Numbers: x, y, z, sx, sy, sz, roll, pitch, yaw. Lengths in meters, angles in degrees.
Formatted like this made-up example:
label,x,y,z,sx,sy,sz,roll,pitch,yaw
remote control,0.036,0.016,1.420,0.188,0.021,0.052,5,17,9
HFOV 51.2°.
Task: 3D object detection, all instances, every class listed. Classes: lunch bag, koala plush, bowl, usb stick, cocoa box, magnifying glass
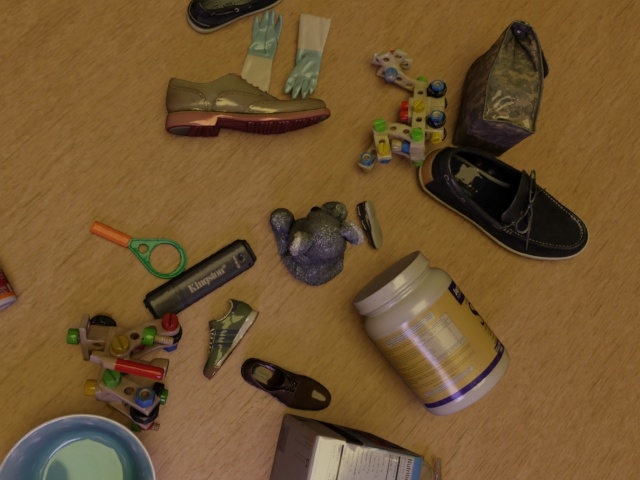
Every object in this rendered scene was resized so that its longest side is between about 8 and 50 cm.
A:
label,x,y,z,sx,sy,sz,roll,pitch,yaw
lunch bag,0.462,-0.388,1.704,0.168,0.235,0.287,13,80,-6
koala plush,0.000,0.000,1.550,0.196,0.221,0.203,-9,85,-15
bowl,-0.502,0.510,1.394,0.311,0.163,0.312,2,83,-14
usb stick,-0.279,0.092,1.562,0.278,0.045,0.077,-32,96,-16
cocoa box,0.036,0.523,1.424,0.227,0.347,0.232,15,79,-11
magnifying glass,-0.421,0.016,1.552,0.231,0.026,0.092,26,78,-11

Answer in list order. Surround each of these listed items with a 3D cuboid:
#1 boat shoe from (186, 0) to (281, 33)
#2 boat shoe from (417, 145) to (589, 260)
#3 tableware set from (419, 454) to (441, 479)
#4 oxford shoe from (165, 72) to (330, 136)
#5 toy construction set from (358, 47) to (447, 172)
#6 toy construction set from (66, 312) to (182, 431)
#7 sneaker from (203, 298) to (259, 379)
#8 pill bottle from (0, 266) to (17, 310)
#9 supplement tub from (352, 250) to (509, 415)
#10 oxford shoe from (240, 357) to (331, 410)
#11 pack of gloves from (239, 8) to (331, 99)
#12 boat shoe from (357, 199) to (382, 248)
label,x,y,z,sx,sy,sz,roll,pitch,yaw
boat shoe,-0.179,-0.637,1.648,0.340,0.113,0.127,-31,90,-15
boat shoe,0.489,-0.094,1.716,0.500,0.156,0.187,28,75,-10
tableware set,0.232,0.627,1.618,0.128,0.039,0.194,-1,89,-25
oxford shoe,-0.171,-0.334,1.595,0.396,0.140,0.147,-3,84,-14
toy construction set,0.212,-0.327,1.694,0.215,0.151,0.328,1,74,12
toy construction set,-0.431,0.250,1.389,0.237,0.309,0.258,14,72,-6
sneaker,-0.230,0.222,1.553,0.086,0.064,0.192,36,76,1
pill bottle,-0.728,0.081,1.437,0.086,0.086,0.152,-29,89,-15
supplement tub,0.255,0.215,1.572,0.241,0.241,0.331,-39,93,-15
oxford shoe,-0.075,0.343,1.553,0.227,0.096,0.083,22,76,-11
pack of gloves,-0.091,-0.466,1.693,0.195,0.046,0.232,12,80,3
boat shoe,0.123,-0.038,1.680,0.046,0.038,0.125,-19,94,-57
